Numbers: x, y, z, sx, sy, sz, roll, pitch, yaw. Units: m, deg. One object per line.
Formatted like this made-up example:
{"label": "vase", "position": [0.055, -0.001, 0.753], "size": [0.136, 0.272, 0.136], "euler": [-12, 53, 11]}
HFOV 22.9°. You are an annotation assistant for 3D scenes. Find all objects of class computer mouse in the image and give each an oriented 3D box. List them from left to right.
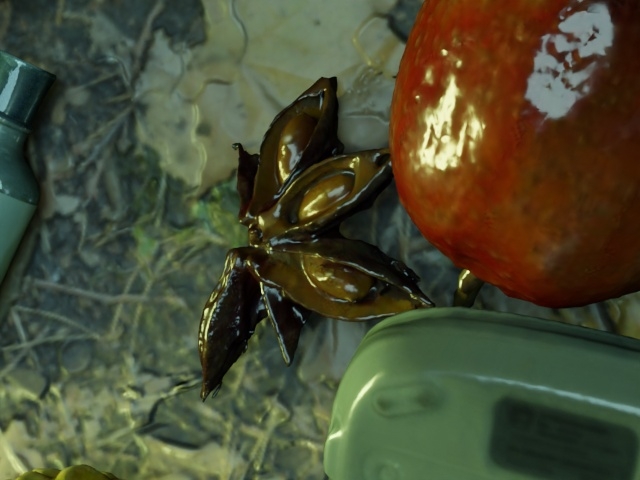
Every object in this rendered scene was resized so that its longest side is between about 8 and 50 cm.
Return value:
{"label": "computer mouse", "position": [0.163, 0.143, 0.886], "size": [0.331, 0.095, 0.197], "euler": [16, 112, 17]}

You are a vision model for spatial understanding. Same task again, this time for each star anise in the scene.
{"label": "star anise", "position": [-0.002, -0.001, 0.947], "size": [0.157, 0.053, 0.212], "euler": [3, 77, 37]}

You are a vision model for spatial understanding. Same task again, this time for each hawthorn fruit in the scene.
{"label": "hawthorn fruit", "position": [0.133, -0.055, 0.859], "size": [0.205, 0.205, 0.253], "euler": [28, 115, 14]}

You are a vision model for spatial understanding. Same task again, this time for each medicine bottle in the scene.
{"label": "medicine bottle", "position": [-0.232, -0.020, 1.017], "size": [0.090, 0.054, 0.208], "euler": [25, 92, 14]}

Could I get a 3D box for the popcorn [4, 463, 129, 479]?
{"label": "popcorn", "position": [-0.143, 0.223, 0.938], "size": [0.180, 0.180, 0.170], "euler": [0, 58, 14]}
